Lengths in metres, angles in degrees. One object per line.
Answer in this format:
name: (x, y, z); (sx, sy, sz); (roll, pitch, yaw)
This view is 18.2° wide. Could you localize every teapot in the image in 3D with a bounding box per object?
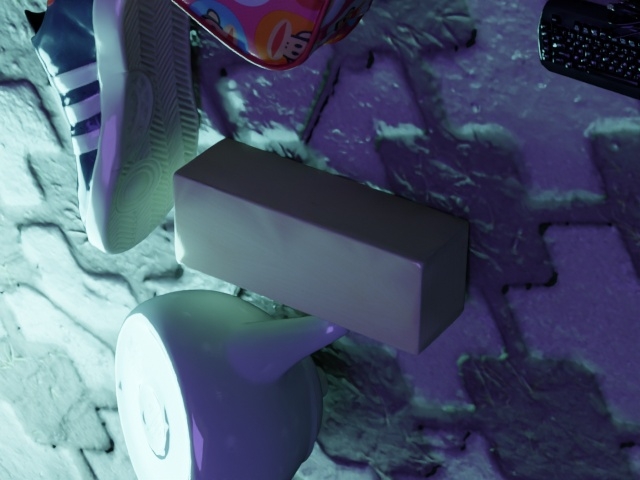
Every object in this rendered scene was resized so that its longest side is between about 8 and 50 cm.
teapot: (-0.083, 0.160, 1.984); (0.256, 0.187, 0.253); (29, 125, 59)

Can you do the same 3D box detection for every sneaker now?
sneaker: (-0.205, -0.150, 1.868); (0.148, 0.131, 0.350); (31, 134, 27)

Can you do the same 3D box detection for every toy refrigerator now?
toy refrigerator: (0.000, 0.000, 1.835); (0.269, 0.094, 0.102); (19, 127, 27)

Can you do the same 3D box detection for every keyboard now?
keyboard: (0.248, -0.141, 1.538); (0.192, 0.038, 0.100); (19, 134, 27)

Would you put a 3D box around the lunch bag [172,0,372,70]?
lunch bag: (-0.046, -0.306, 1.547); (0.258, 0.120, 0.293); (38, 126, 12)
